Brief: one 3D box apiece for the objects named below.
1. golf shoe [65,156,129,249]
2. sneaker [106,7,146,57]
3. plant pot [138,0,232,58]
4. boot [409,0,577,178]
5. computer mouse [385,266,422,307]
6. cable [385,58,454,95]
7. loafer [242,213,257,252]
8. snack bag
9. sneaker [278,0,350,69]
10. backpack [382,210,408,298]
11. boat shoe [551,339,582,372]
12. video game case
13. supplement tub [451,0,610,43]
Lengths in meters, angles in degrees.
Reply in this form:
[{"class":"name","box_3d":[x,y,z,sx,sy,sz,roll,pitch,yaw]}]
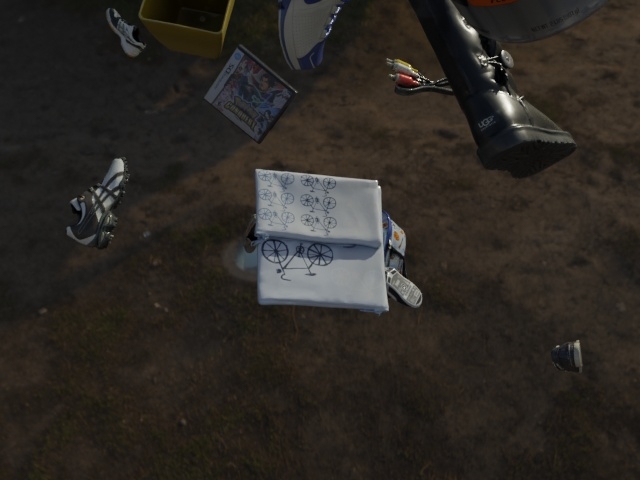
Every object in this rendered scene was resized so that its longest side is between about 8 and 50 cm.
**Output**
[{"class":"golf shoe","box_3d":[-0.429,-0.084,1.245,0.093,0.077,0.198,17,62,-19]},{"class":"sneaker","box_3d":[-0.303,-0.332,1.012,0.036,0.083,0.032,-28,7,22]},{"class":"plant pot","box_3d":[-0.332,-0.601,1.700,0.212,0.187,0.212,11,75,0]},{"class":"boot","box_3d":[0.361,-0.366,1.380,0.146,0.367,0.446,-31,73,29]},{"class":"computer mouse","box_3d":[0.178,0.109,1.660,0.193,0.042,0.106,42,46,-3]},{"class":"cable","box_3d":[0.348,-0.525,2.128,0.287,0.072,0.140,8,49,-9]},{"class":"loafer","box_3d":[-0.193,-0.013,1.815,0.045,0.125,0.039,10,30,-12]},{"class":"snack bag","box_3d":[0.000,0.000,1.500,0.322,0.037,0.343,6,66,-15]},{"class":"sneaker","box_3d":[0.017,-0.450,1.162,0.182,0.316,0.128,4,51,6]},{"class":"backpack","box_3d":[0.126,0.038,1.922,0.276,0.213,0.264,-7,48,33]},{"class":"boat shoe","box_3d":[0.565,0.266,1.480,0.064,0.206,0.075,-6,75,21]},{"class":"video game case","box_3d":[-0.262,-0.540,2.394,0.274,0.248,0.035,39,22,-2]},{"class":"supplement tub","box_3d":[0.149,-0.354,0.572,0.207,0.338,0.207,-21,55,32]}]
